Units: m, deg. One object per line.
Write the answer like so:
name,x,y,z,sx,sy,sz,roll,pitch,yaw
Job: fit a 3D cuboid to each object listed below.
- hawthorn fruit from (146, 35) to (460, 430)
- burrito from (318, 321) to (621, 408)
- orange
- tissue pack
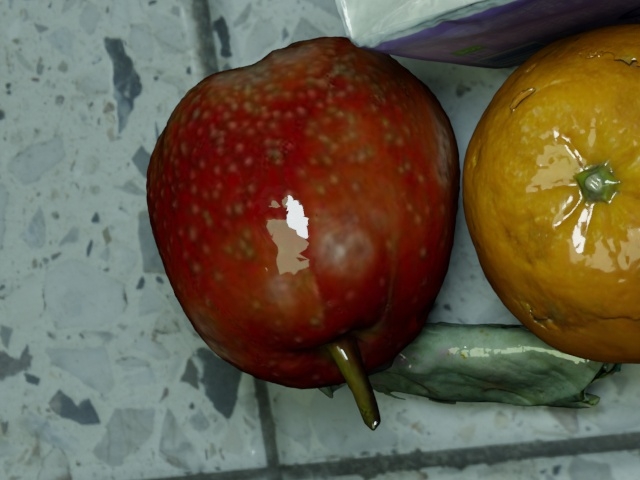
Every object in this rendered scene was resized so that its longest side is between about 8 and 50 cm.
hawthorn fruit,0.000,0.000,1.303,0.284,0.284,0.369,-32,53,23
burrito,0.129,0.113,1.385,0.309,0.096,0.066,-1,54,24
orange,0.259,-0.038,1.233,0.284,0.226,0.284,1,92,30
tissue pack,0.168,-0.246,1.198,0.242,0.338,0.160,-19,85,24
